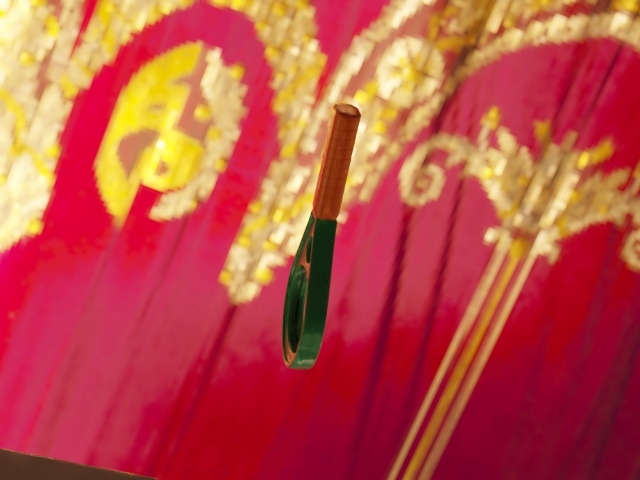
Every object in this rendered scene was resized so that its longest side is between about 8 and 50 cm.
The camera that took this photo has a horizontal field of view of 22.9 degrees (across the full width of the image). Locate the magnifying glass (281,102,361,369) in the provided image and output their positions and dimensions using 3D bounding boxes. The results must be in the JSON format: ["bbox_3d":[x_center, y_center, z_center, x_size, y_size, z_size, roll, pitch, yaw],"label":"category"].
[{"bbox_3d":[0.000,0.000,1.288,0.026,0.231,0.092,5,-155,-12],"label":"magnifying glass"}]

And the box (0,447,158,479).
[{"bbox_3d":[-0.305,0.257,1.079,0.345,0.215,0.168,14,-142,-16],"label":"box"}]
